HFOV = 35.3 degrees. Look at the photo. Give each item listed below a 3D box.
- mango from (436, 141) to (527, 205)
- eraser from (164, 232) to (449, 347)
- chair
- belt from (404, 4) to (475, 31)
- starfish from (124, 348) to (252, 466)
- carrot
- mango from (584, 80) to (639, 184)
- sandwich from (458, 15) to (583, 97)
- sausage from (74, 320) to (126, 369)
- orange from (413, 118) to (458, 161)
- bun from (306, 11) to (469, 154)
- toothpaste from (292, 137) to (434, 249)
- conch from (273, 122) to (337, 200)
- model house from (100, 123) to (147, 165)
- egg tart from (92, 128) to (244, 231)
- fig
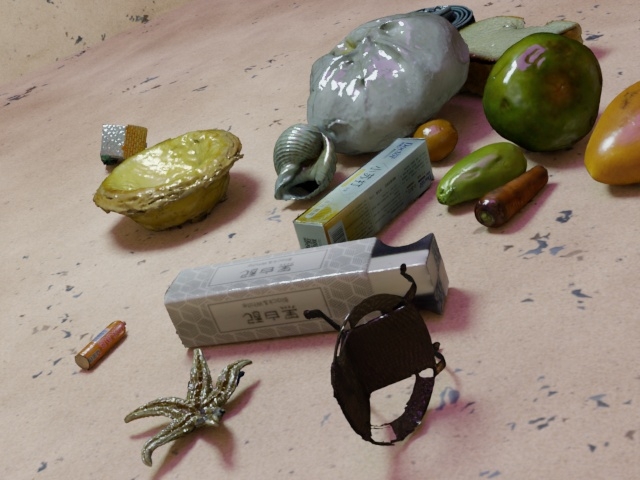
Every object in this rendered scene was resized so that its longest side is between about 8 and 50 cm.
[{"bbox_3d":[0.260,-0.108,1.635,0.165,0.074,0.091,-26,29,-13],"label":"mango"},{"bbox_3d":[-0.024,0.076,1.450,0.403,0.098,0.096,-9,29,21],"label":"eraser"},{"bbox_3d":[0.070,0.137,1.202,0.149,0.174,0.213,-22,16,3],"label":"chair"},{"bbox_3d":[0.239,-0.449,2.247,0.206,0.116,0.267,3,31,29],"label":"belt"},{"bbox_3d":[-0.183,0.220,1.329,0.175,0.053,0.208,-9,25,20],"label":"starfish"},{"bbox_3d":[0.301,-0.070,1.568,0.161,0.055,0.055,-30,28,-36],"label":"carrot"},{"bbox_3d":[0.509,-0.170,1.536,0.252,0.126,0.154,-34,49,-10],"label":"mango"},{"bbox_3d":[0.376,-0.378,2.049,0.249,0.095,0.273,-34,31,-26],"label":"sandwich"},{"bbox_3d":[-0.339,0.159,1.574,0.031,0.031,0.107,2,33,36],"label":"sausage"},{"bbox_3d":[0.206,-0.181,1.804,0.085,0.085,0.085,-15,27,8],"label":"orange"},{"bbox_3d":[0.119,-0.319,1.932,0.354,0.194,0.354,-31,23,15],"label":"bun"},{"bbox_3d":[0.080,-0.067,1.645,0.071,0.089,0.313,5,32,40],"label":"toothpaste"},{"bbox_3d":[-0.023,-0.141,1.849,0.135,0.153,0.102,3,-6,36],"label":"conch"},{"bbox_3d":[-0.448,-0.215,2.310,0.100,0.088,0.101,4,-7,-5],"label":"model house"},{"bbox_3d":[-0.286,-0.107,1.946,0.314,0.120,0.315,-17,25,8],"label":"egg tart"},{"bbox_3d":[0.366,-0.242,1.740,0.206,0.206,0.275,-24,1,-10],"label":"fig"}]
